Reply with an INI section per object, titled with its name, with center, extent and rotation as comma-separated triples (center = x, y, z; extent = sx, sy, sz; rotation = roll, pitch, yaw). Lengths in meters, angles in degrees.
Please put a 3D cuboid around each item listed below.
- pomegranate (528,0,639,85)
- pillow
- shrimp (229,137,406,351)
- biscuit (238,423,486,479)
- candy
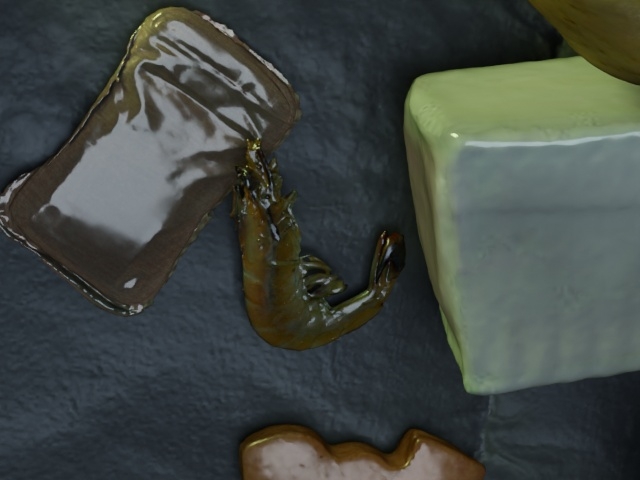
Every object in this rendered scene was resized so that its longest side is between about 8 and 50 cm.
[pomegranate]
center = 0.255, -0.238, 1.158
extent = 0.342, 0.342, 0.342
rotation = -2, 106, -9
[pillow]
center = -0.117, -0.055, 1.341
extent = 0.135, 0.034, 0.211
rotation = 39, 95, -16
[shrimp]
center = 0.000, 0.001, 1.364
extent = 0.124, 0.034, 0.178
rotation = -12, 118, -9
[biscuit]
center = 0.024, 0.285, 1.454
extent = 0.284, 0.043, 0.306
rotation = 27, 100, -16
[candy]
center = 0.242, -0.030, 1.334
extent = 0.358, 0.145, 0.208
rotation = -8, 120, -6
